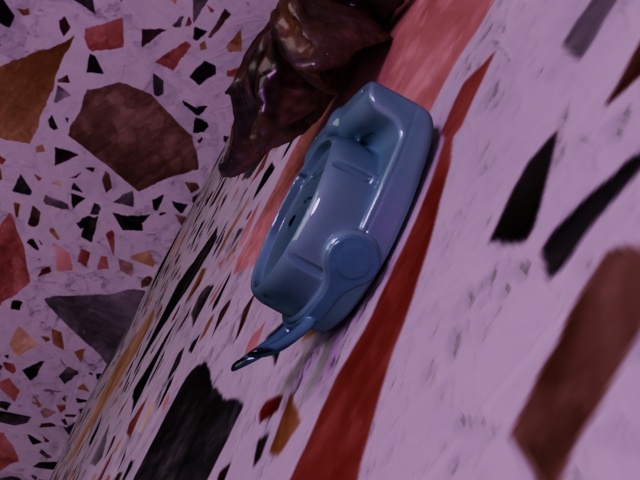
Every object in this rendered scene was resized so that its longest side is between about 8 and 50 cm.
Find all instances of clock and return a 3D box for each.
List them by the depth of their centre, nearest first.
[{"bbox_3d":[0.001,0.000,0.390,0.147,0.045,0.108,-67,12,-19],"label":"clock"}]

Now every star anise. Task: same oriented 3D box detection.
[{"bbox_3d":[0.008,-0.206,0.667,0.349,0.108,0.293,-31,38,66],"label":"star anise"}]
